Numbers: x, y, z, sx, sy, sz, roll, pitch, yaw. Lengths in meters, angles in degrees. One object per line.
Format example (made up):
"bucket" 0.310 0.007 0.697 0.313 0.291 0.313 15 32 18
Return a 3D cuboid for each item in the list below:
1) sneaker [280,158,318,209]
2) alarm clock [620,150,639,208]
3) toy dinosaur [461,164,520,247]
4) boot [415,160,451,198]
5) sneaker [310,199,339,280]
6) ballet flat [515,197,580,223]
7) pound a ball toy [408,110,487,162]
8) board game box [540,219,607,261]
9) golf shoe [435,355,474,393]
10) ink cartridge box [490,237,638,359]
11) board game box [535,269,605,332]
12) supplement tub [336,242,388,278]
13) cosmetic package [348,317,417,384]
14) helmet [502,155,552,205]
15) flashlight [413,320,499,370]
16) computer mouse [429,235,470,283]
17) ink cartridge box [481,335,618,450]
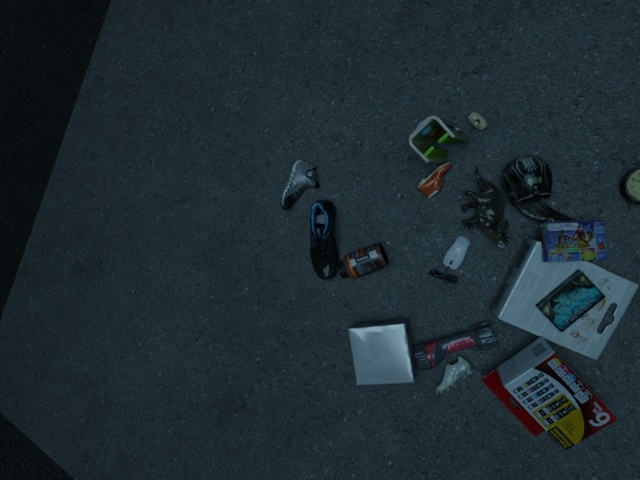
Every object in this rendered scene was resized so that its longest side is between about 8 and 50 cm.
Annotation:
"sneaker" -0.079 -0.224 1.705 0.132 0.086 0.228 20 96 15
"alarm clock" 1.078 -0.204 1.330 0.130 0.064 0.191 -4 92 19
"toy dinosaur" 0.614 -0.118 1.476 0.161 0.121 0.313 -6 84 6
"boot" 0.454 -0.233 1.544 0.158 0.059 0.084 -43 81 23
"sneaker" 0.000 0.000 1.652 0.125 0.140 0.340 -5 91 16
"ballet flat" 0.809 -0.090 1.430 0.250 0.058 0.084 32 88 19
"pound a ball toy" 0.454 -0.395 1.427 0.135 0.319 0.208 51 120 12
"board game box" 0.851 0.002 1.343 0.202 0.035 0.136 -1 86 -1
"golf shoe" 0.503 0.520 1.543 0.176 0.069 0.086 -42 58 11
"ink cartridge box" 0.856 0.206 1.419 0.385 0.091 0.307 23 98 0
"board game box" 0.850 0.206 1.361 0.186 0.026 0.126 -44 93 7
"supplement tub" 0.167 0.090 1.615 0.198 0.106 0.105 -23 84 17
"cosmetic package" 0.247 0.435 1.576 0.224 0.138 0.224 -9 87 18
"helmet" 0.716 -0.215 1.390 0.170 0.169 0.161 -13 79 18
"flashlight" 0.511 0.407 1.511 0.304 0.103 0.103 -20 111 17
"computer mouse" 0.507 0.071 1.535 0.106 0.042 0.192 27 99 17
"ink cartridge box" 0.772 0.542 1.375 0.309 0.130 0.272 46 106 -1
